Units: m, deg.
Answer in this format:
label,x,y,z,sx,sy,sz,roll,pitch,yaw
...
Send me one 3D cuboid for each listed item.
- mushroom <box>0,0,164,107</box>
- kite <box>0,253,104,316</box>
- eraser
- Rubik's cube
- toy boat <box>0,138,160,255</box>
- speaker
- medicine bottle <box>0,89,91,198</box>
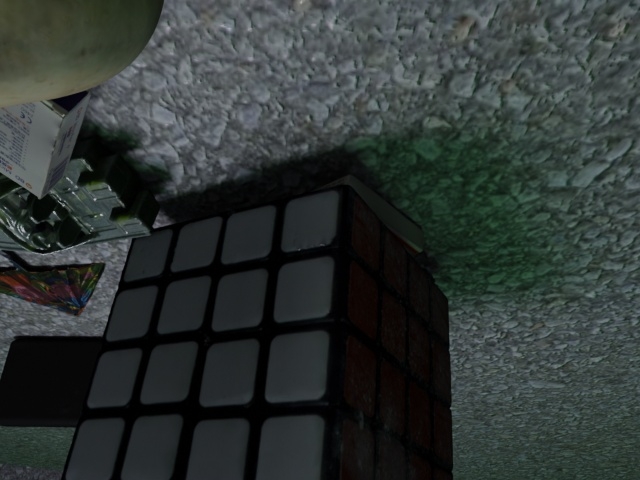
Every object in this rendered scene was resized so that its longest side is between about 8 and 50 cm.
label,x,y,z,sx,sy,sz,roll,pitch,yaw
mushroom,-0.238,-0.204,0.409,0.260,0.254,0.234,-16,117,-25
kite,-0.485,0.079,1.102,0.321,0.016,0.234,-2,150,14
eraser,0.000,0.000,0.860,0.230,0.038,0.157,-21,140,37
Rubik's cube,-0.044,0.180,0.795,0.337,0.344,0.344,-12,145,28
toy boat,-0.361,-0.038,0.807,0.319,0.092,0.141,-8,139,22
speaker,-0.454,0.315,1.332,0.388,0.180,0.184,-1,153,11
medicine bottle,-0.338,-0.143,0.620,0.201,0.052,0.171,34,142,-10
